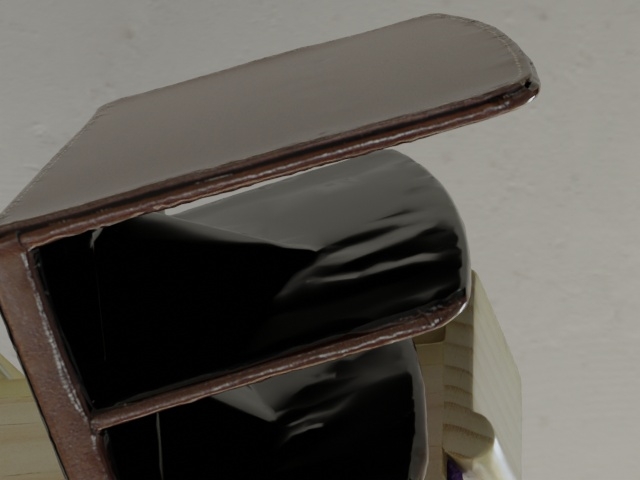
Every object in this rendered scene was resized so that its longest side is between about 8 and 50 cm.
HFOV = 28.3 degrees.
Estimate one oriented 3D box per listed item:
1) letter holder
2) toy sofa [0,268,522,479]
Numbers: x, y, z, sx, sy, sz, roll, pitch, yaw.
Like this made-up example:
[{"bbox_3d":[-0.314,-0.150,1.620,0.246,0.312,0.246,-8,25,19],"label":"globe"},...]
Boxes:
[{"bbox_3d":[0.000,0.000,0.586,0.214,0.302,0.152,-17,-76,3],"label":"letter holder"},{"bbox_3d":[-0.061,0.141,0.757,0.150,0.362,0.177,60,-152,-53],"label":"toy sofa"}]
